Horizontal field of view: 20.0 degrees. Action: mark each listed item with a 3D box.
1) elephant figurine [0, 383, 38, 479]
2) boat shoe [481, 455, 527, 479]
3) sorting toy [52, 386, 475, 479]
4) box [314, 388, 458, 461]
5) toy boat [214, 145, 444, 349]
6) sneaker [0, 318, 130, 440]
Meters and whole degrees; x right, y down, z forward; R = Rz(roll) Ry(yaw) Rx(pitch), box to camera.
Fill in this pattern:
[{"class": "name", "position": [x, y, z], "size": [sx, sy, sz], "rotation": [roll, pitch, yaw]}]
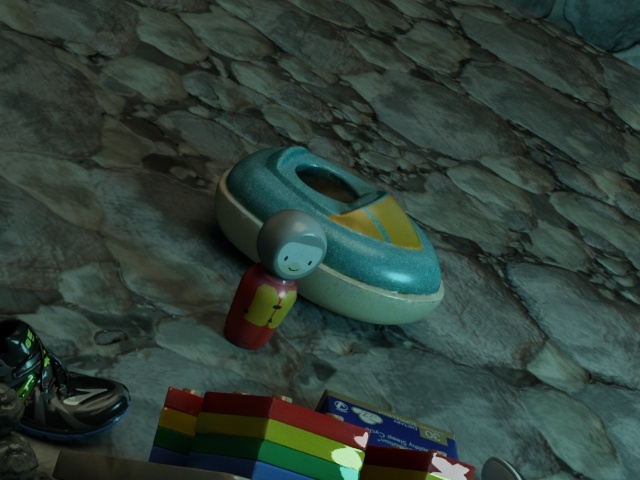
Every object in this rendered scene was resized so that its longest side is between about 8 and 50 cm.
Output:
[{"class": "elephant figurine", "position": [-0.279, 0.181, 1.231], "size": [0.169, 0.186, 0.239], "rotation": [44, 12, -17]}, {"class": "boat shoe", "position": [0.196, 0.251, 1.693], "size": [0.038, 0.046, 0.125], "rotation": [0, 39, -43]}, {"class": "sorting toy", "position": [-0.026, 0.178, 1.369], "size": [0.257, 0.089, 0.255], "rotation": [22, -14, -32]}, {"class": "box", "position": [0.064, 0.227, 1.629], "size": [0.136, 0.036, 0.225], "rotation": [21, 27, -12]}, {"class": "toy boat", "position": [0.000, 0.000, 1.860], "size": [0.267, 0.148, 0.318], "rotation": [31, 25, 8]}, {"class": "sneaker", "position": [-0.244, 0.109, 1.505], "size": [0.188, 0.078, 0.067], "rotation": [20, 26, -15]}]
